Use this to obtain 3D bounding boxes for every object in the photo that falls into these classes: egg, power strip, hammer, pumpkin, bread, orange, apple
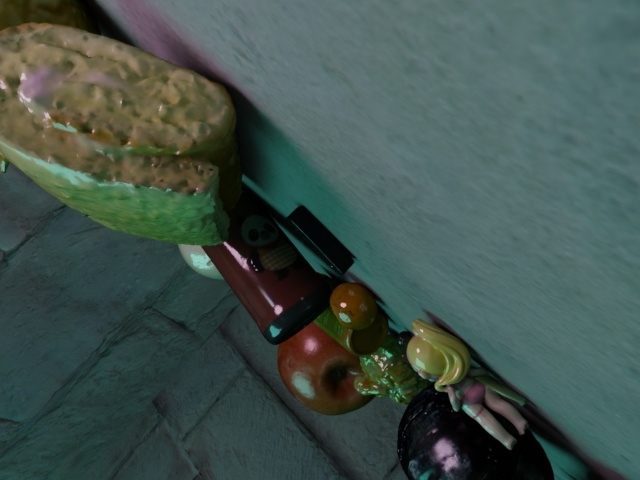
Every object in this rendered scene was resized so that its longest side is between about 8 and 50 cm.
[{"bbox_3d":[-0.238,-0.018,1.096,0.264,0.174,0.286,59,169,-28],"label":"egg"},{"bbox_3d":[0.000,0.000,0.669,0.111,0.029,0.038,47,170,-14],"label":"power strip"},{"bbox_3d":[0.236,0.258,0.899,0.292,0.029,0.058,46,172,-31],"label":"hammer"},{"bbox_3d":[0.218,0.308,0.684,0.233,0.163,0.233,41,-171,-8],"label":"pumpkin"},{"bbox_3d":[-0.220,-0.092,0.593,0.236,0.165,0.375,14,172,-7],"label":"bread"},{"bbox_3d":[0.056,0.108,0.804,0.083,0.070,0.083,55,180,1],"label":"orange"},{"bbox_3d":[0.028,0.281,1.151,0.206,0.251,0.272,24,129,61],"label":"apple"}]

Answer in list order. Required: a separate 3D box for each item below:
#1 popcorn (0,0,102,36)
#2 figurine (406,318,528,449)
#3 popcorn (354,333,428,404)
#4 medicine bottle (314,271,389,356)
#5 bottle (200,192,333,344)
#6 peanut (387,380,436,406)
[{"bbox_3d":[-0.369,-0.233,0.600,0.183,0.204,0.221,19,137,21],"label":"popcorn"},{"bbox_3d":[0.181,0.174,0.610,0.187,0.083,0.083,46,172,17],"label":"figurine"},{"bbox_3d":[0.145,0.256,0.994,0.135,0.162,0.141,-90,-11,-55],"label":"popcorn"},{"bbox_3d":[0.038,0.138,0.935,0.096,0.096,0.192,49,169,-36],"label":"medicine bottle"},{"bbox_3d":[-0.131,0.018,0.878,0.336,0.144,0.144,50,173,13],"label":"bottle"},{"bbox_3d":[0.231,0.353,1.087,0.263,0.117,0.101,31,146,61],"label":"peanut"}]
